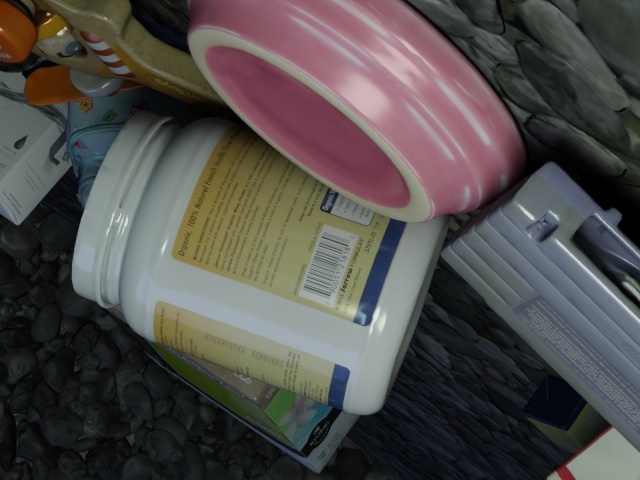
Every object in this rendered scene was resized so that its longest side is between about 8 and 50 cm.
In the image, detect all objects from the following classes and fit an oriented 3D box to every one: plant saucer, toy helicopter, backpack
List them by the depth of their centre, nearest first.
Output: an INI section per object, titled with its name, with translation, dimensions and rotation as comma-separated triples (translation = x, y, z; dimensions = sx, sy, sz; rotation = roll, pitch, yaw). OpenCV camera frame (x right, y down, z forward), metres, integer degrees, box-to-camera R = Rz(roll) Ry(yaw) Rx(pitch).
[plant saucer]
translation = 0.013, -0.122, 1.266
dimensions = 0.332, 0.084, 0.332
rotation = 36, 169, 8
[toy helicopter]
translation = -0.189, -0.177, 1.540
dimensions = 0.355, 0.140, 0.235
rotation = 24, 161, 1
[backpack]
translation = -0.208, -0.112, 1.736
dimensions = 0.166, 0.144, 0.188
rotation = 1, 155, -1

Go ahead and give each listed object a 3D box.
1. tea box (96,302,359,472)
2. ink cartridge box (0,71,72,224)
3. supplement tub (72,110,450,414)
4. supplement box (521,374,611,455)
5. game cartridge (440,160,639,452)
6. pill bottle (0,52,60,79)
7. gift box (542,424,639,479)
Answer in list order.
[tea box]
translation = -0.106, 0.117, 2.173
dimensions = 0.329, 0.220, 0.323
rotation = 31, 167, 26
[ink cartridge box]
translation = -0.371, -0.153, 1.911
dimensions = 0.158, 0.218, 0.092
rotation = 31, 161, 26
[supplement tub]
translation = -0.055, 0.015, 1.473
dimensions = 0.316, 0.228, 0.228
rotation = 20, 166, 7
[supplement box]
translation = 0.294, 0.208, 1.769
dimensions = 0.083, 0.056, 0.083
rotation = 43, 167, -26
[game cartridge]
translation = 0.259, 0.096, 1.202
dimensions = 0.355, 0.068, 0.230
rotation = 44, 170, 0
[pill bottle]
translation = -0.344, -0.259, 1.654
dimensions = 0.123, 0.123, 0.219
rotation = 25, 166, 46
[gift box]
translation = 0.329, 0.334, 1.512
dimensions = 0.276, 0.255, 0.258
rotation = 48, -171, 24
